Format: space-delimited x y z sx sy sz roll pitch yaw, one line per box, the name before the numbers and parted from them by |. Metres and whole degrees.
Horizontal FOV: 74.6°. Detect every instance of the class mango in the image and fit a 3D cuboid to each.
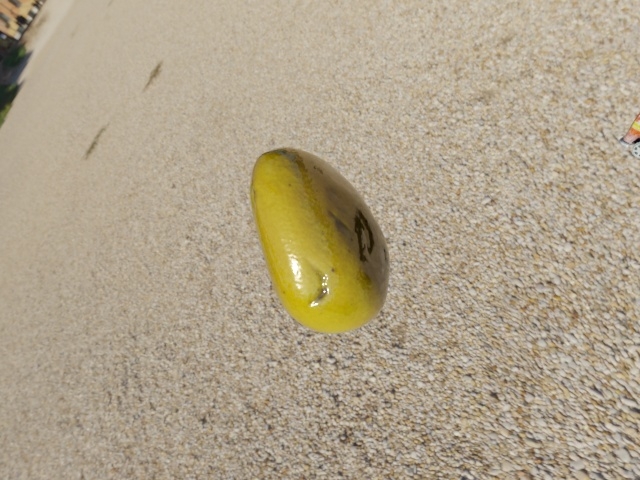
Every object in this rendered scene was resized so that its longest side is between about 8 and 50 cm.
mango | 0.000 0.000 0.402 0.098 0.195 0.137 -9 35 35

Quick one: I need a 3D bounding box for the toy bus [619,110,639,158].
toy bus | 0.504 -0.126 0.550 0.079 0.077 0.174 -25 49 -17
